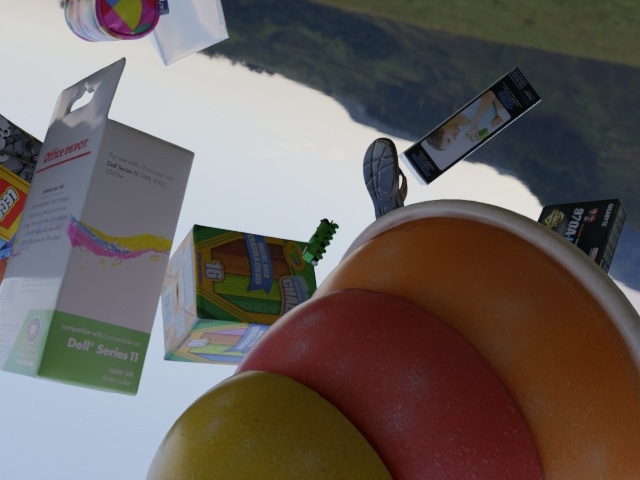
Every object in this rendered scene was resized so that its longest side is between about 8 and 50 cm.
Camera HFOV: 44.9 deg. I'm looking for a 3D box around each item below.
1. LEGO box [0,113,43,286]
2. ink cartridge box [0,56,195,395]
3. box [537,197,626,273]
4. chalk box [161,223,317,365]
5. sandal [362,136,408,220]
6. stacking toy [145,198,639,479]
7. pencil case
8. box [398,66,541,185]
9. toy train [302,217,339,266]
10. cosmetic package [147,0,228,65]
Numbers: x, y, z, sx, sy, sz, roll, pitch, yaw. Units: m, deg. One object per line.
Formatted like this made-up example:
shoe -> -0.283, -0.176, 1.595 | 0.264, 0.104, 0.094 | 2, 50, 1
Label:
LEGO box -> -0.618, -0.176, 1.073 | 0.500, 0.193, 0.372 | 28, 170, 39
ink cartridge box -> -0.263, -0.012, 0.900 | 0.119, 0.353, 0.207 | 21, 164, -36
box -> 0.525, 0.009, 1.622 | 0.175, 0.220, 0.051 | -5, 131, 42
chalk box -> -0.114, 0.107, 1.356 | 0.289, 0.179, 0.180 | 8, -123, -28
sandal -> 0.139, -0.097, 1.482 | 0.060, 0.219, 0.090 | -31, -154, -34
stacking toy -> -0.007, 0.184, 0.541 | 0.480, 0.351, 0.350 | -19, -145, -41
pencil case -> -0.309, -0.343, 1.143 | 0.104, 0.104, 0.236 | 8, -174, -32
box -> 0.308, -0.235, 1.641 | 0.087, 0.290, 0.169 | 53, -177, -2
toy train -> 0.000, 0.000, 0.881 | 0.023, 0.017, 0.083 | 34, -144, -5
cosmetic package -> -0.293, -0.519, 1.415 | 0.197, 0.155, 0.365 | 57, 168, 21
